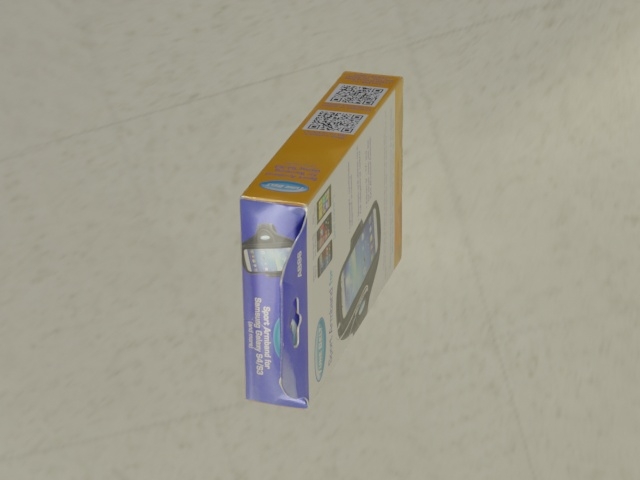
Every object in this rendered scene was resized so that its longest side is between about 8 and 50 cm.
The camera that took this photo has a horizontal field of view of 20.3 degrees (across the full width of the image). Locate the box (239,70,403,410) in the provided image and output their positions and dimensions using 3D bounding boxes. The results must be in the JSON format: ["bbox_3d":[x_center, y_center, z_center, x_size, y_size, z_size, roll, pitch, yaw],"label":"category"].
[{"bbox_3d":[0.000,0.000,0.647,0.028,0.136,0.081,9,118,18],"label":"box"}]
